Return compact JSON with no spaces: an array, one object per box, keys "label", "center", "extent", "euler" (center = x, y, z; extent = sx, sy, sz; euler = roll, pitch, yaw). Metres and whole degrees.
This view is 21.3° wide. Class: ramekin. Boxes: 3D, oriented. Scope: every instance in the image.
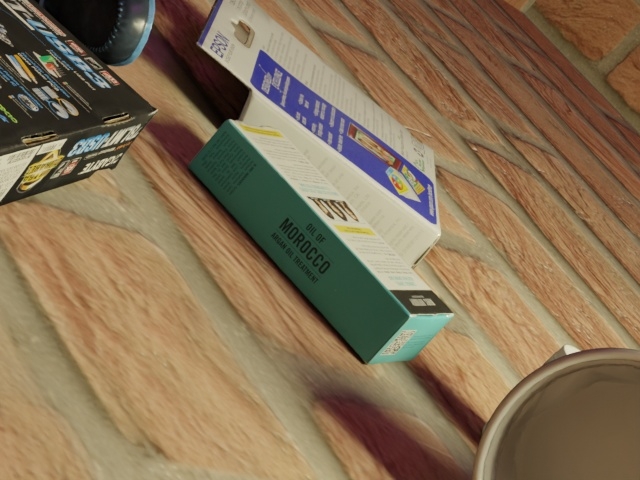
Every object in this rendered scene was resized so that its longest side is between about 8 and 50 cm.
[{"label":"ramekin","center":[0.220,0.181,1.276],"extent":[0.207,0.207,0.109],"euler":[44,6,7]}]

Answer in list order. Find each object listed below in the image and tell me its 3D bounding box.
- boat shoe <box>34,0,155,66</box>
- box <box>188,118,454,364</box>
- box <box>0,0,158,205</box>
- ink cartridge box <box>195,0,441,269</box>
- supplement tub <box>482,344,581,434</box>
[{"label":"boat shoe","center":[-0.233,-0.222,1.491],"extent":[0.089,0.109,0.258],"euler":[19,11,-38]},{"label":"box","center":[0.000,0.000,1.475],"extent":[0.244,0.060,0.100],"euler":[47,18,20]},{"label":"box","center":[-0.287,-0.150,1.191],"extent":[0.295,0.073,0.293],"euler":[42,16,5]},{"label":"ink cartridge box","center":[-0.010,-0.126,1.774],"extent":[0.307,0.072,0.303],"euler":[36,18,-10]},{"label":"supplement tub","center":[0.197,0.149,1.455],"extent":[0.071,0.107,0.071],"euler":[37,17,-14]}]
